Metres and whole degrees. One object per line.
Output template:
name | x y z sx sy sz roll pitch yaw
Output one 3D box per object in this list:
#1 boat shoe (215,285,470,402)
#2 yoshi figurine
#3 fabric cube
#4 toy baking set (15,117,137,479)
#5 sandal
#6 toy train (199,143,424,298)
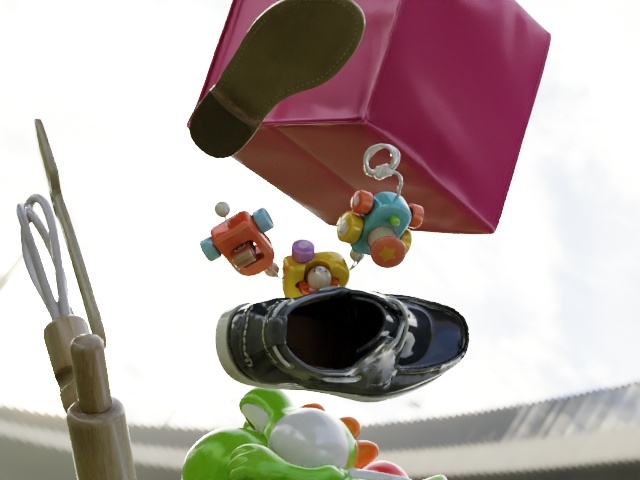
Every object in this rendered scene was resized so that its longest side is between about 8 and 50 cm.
boat shoe | 0.035 0.076 1.142 0.233 0.084 0.079 3 -19 -40
yoshi figurine | -0.016 0.286 1.519 0.203 0.204 0.362 12 19 -39
fabric cube | 0.057 -0.174 1.643 0.259 0.254 0.258 3 -21 42
toy baking set | -0.138 0.073 0.834 0.197 0.030 0.256 -127 -152 -56
sandal | -0.037 -0.175 1.448 0.088 0.079 0.240 43 -53 -9
toy train | 0.000 0.000 1.148 0.125 0.166 0.046 60 7 -42
